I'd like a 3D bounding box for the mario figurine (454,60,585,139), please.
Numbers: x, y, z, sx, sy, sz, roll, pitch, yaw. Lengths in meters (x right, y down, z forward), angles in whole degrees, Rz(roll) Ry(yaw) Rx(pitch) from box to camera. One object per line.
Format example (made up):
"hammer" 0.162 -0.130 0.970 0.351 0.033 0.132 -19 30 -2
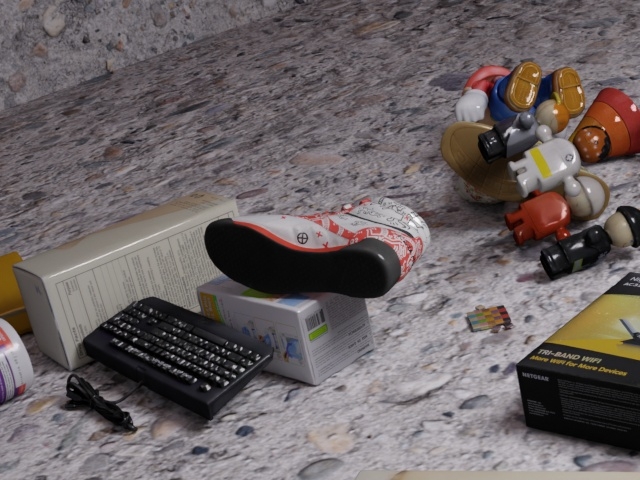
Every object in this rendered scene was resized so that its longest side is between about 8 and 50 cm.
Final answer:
"mario figurine" 0.327 -0.206 2.168 0.170 0.198 0.320 -49 7 -8

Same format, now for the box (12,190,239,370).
"box" -0.261 0.051 1.841 0.311 0.148 0.121 -22 21 -28

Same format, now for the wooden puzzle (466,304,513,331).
"wooden puzzle" 0.213 0.098 1.626 0.049 0.006 0.083 -12 20 1

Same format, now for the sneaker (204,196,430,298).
"sneaker" 0.001 0.001 1.590 0.270 0.090 0.145 7 27 30

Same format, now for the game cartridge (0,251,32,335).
"game cartridge" -0.591 0.124 1.992 0.324 0.052 0.285 -21 22 -17

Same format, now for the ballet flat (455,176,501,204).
"ballet flat" 0.255 -0.099 2.057 0.077 0.091 0.241 -39 6 22

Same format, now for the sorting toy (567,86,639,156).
"sorting toy" 0.489 -0.139 1.956 0.126 0.127 0.365 -30 23 -15

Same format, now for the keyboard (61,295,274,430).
"keyboard" -0.213 0.159 1.617 0.201 0.033 0.317 -43 32 -23

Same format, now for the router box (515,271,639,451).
"router box" 0.397 0.130 1.321 0.309 0.081 0.243 7 27 42

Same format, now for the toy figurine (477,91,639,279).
"toy figurine" 0.325 -0.076 1.730 0.148 0.209 0.213 -24 22 -2

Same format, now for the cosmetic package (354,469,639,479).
"cosmetic package" 0.161 0.272 1.037 0.309 0.113 0.160 -3 22 22

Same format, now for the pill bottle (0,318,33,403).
"pill bottle" -0.479 0.184 1.662 0.193 0.108 0.108 -27 24 -33

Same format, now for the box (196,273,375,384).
"box" -0.047 0.097 1.642 0.114 0.103 0.203 -29 26 -38

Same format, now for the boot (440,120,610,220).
"boot" 0.290 -0.124 1.934 0.262 0.095 0.203 18 16 -9
